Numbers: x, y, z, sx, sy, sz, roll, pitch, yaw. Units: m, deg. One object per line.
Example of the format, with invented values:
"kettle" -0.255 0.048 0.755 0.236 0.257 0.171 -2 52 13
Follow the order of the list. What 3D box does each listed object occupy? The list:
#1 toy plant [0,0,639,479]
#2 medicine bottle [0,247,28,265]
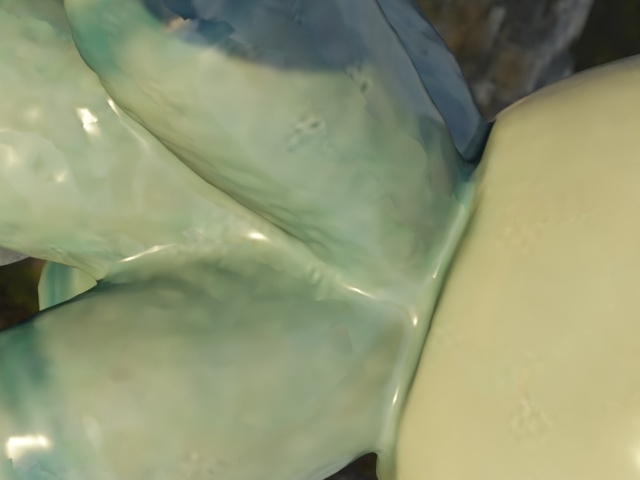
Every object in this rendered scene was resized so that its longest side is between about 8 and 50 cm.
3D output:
"toy plant" 0.000 0.000 0.622 0.247 0.332 0.247 20 90 -90
"medicine bottle" -0.176 -0.088 0.878 0.083 0.203 0.083 -26 156 -12
